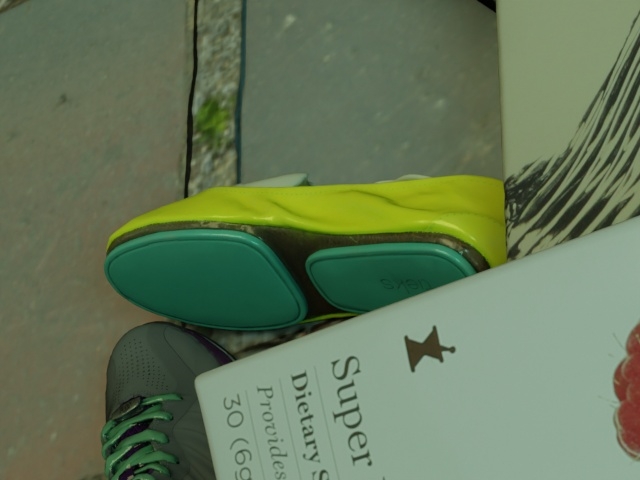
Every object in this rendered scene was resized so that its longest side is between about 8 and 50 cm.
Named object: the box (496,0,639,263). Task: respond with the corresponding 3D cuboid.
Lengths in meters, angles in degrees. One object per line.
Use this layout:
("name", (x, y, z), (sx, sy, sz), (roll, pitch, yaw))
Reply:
("box", (0.142, -0.031, 0.692), (0.113, 0.094, 0.275), (-19, 54, 29))

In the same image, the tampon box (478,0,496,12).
("tampon box", (0.072, -0.210, 0.853), (0.120, 0.101, 0.161), (-50, 45, 3))

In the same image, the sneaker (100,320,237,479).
("sneaker", (-0.071, 0.110, 0.769), (0.083, 0.098, 0.224), (-38, 47, 13))

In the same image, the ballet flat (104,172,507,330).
("ballet flat", (0.000, 0.000, 0.811), (0.231, 0.077, 0.077), (-1, 42, 35))

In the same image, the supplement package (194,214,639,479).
("supplement package", (0.143, 0.079, 0.467), (0.293, 0.175, 0.177), (-22, 73, 27))
